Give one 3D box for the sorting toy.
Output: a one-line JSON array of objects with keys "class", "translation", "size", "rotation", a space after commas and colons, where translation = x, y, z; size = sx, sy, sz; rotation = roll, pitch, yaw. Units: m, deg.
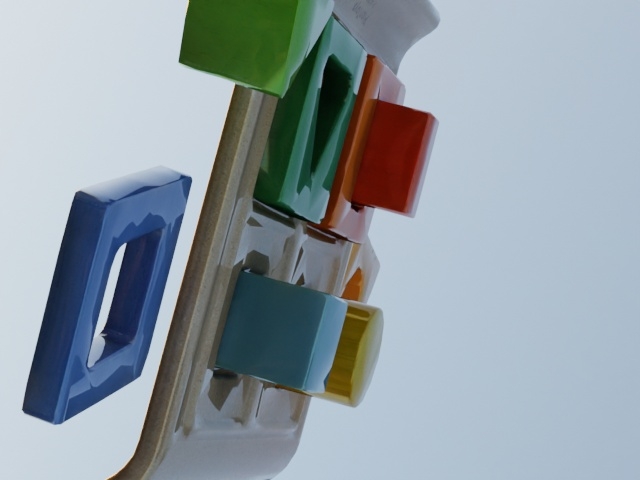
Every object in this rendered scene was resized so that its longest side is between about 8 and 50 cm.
[{"class": "sorting toy", "translation": [0.000, 0.000, 0.638], "size": [0.347, 0.047, 0.196], "rotation": [23, 86, -77]}]
